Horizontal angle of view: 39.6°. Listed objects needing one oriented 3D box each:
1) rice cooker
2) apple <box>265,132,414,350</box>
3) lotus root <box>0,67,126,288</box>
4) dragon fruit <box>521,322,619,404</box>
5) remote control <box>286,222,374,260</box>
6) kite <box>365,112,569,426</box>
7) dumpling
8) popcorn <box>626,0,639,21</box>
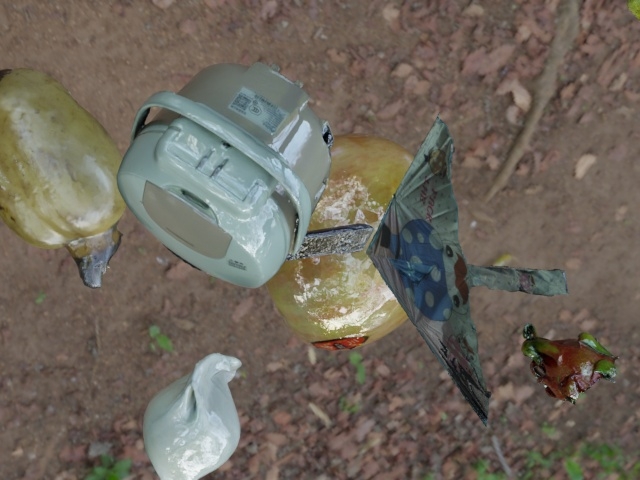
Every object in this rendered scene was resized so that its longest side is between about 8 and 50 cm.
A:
[{"bbox_3d":[-0.069,-0.044,0.654,0.127,0.145,0.206,-57,180,-27],"label":"rice cooker"},{"bbox_3d":[0.046,-0.008,1.604,0.347,0.391,0.391,-28,132,-3],"label":"apple"},{"bbox_3d":[-0.250,-0.060,0.841,0.125,0.118,0.221,-24,104,38],"label":"lotus root"},{"bbox_3d":[0.398,0.205,1.465,0.138,0.175,0.142,-27,143,-50],"label":"dragon fruit"},{"bbox_3d":[0.000,0.000,0.790,0.096,0.014,0.039,-8,149,-26],"label":"remote control"},{"bbox_3d":[0.138,0.035,0.908,0.011,0.314,0.335,-20,105,-28],"label":"kite"},{"bbox_3d":[-0.155,0.226,1.146,0.151,0.124,0.228,-52,167,-56],"label":"dumpling"},{"bbox_3d":[0.460,-0.354,1.084,0.204,0.184,0.221,-43,103,-10],"label":"popcorn"}]
